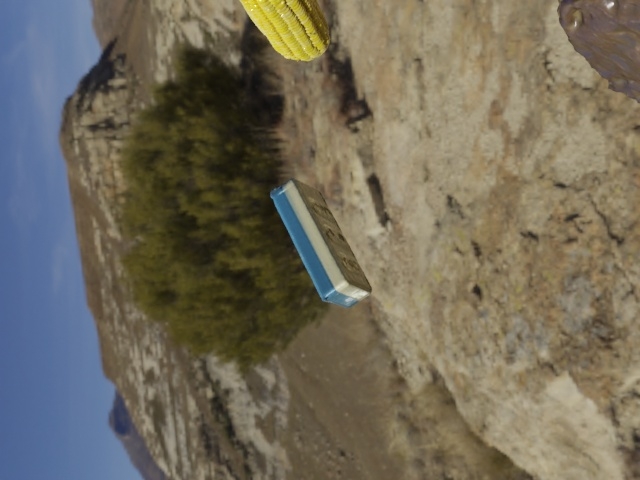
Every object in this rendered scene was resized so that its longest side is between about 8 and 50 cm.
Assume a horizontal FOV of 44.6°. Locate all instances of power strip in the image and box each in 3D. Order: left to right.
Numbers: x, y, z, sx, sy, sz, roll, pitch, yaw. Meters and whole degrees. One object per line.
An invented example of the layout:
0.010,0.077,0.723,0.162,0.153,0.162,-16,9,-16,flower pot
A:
0.000,0.000,0.705,0.056,0.032,0.123,26,-147,-61,power strip

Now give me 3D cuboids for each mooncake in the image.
0.519,-0.329,1.145,0.187,0.324,0.324,-53,11,-4,mooncake

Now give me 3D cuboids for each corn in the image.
-0.048,-0.287,0.949,0.248,0.081,0.081,34,-132,-73,corn
